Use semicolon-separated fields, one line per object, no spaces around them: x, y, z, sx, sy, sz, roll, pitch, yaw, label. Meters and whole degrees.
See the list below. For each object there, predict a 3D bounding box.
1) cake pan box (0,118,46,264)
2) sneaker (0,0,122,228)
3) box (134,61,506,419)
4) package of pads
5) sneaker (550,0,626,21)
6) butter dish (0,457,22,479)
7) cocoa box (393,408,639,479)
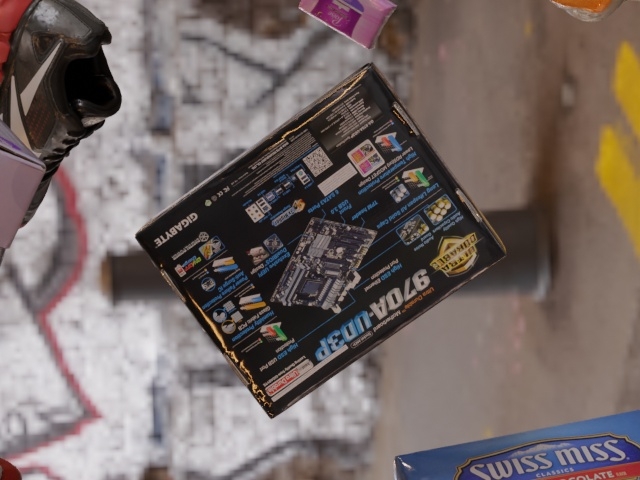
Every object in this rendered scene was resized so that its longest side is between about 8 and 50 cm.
-0.319;0.006;1.329;0.245;0.070;0.267;-66;29;6;cake pan box
-0.256;-0.110;1.579;0.097;0.135;0.276;-51;-19;-53;sneaker
0.000;0.000;1.275;0.175;0.220;0.051;53;-173;-6;box
0.026;-0.222;1.631;0.050;0.083;0.032;-60;-6;18;package of pads
0.244;-0.213;1.261;0.099;0.121;0.262;-47;6;34;sneaker
-0.367;0.253;1.548;0.118;0.160;0.160;-53;19;27;butter dish
0.196;0.354;1.427;0.228;0.231;0.347;-112;15;-54;cocoa box
